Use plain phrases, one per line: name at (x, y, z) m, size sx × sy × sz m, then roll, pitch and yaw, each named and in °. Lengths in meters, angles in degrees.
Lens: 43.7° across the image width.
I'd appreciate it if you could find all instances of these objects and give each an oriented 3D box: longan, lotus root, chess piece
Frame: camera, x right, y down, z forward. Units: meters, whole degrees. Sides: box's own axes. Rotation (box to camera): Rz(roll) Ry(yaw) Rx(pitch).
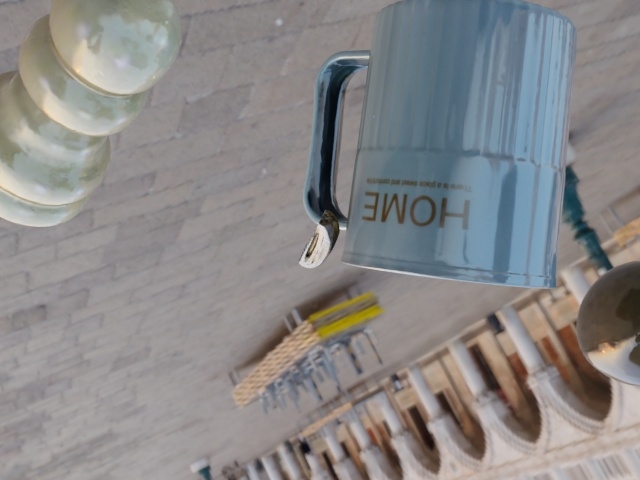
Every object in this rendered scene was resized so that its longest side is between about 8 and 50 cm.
longan at (0.474, 0.121, 1.165) m, size 0.198 × 0.198 × 0.212 m, roll -27°, pitch 178°, yaw -1°
lotus root at (0.002, 0.001, 0.925) m, size 0.083 × 0.030 × 0.037 m, roll -60°, pitch -179°, yaw 45°
chess piece at (-0.245, -0.157, 0.806) m, size 0.167 × 0.167 × 0.300 m, roll -11°, pitch 159°, yaw -48°

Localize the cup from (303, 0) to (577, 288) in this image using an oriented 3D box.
cup at (0.155, -0.114, 0.992) m, size 0.257 × 0.311 × 0.331 m, roll 6°, pitch -179°, yaw -24°
